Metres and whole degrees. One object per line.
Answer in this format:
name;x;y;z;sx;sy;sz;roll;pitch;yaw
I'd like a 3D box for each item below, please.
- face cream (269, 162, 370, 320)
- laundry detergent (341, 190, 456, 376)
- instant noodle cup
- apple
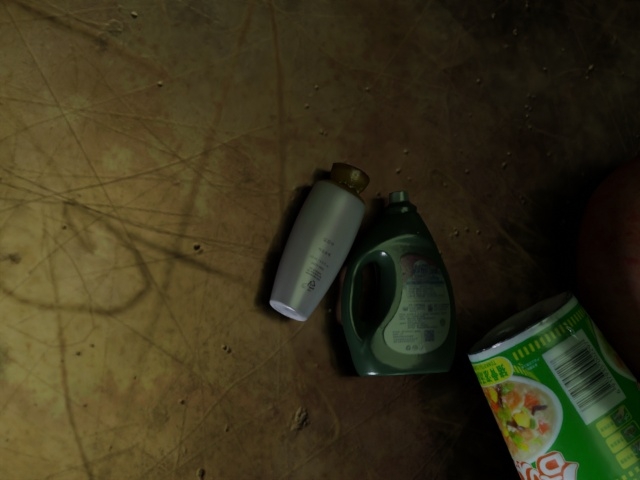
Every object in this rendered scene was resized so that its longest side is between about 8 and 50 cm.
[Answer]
face cream;0.000;0.000;1.610;0.072;0.051;0.182;31;73;-22
laundry detergent;0.086;0.049;1.642;0.137;0.063;0.211;-3;86;-20
instant noodle cup;0.284;0.194;1.659;0.207;0.207;0.233;-30;92;-25
apple;0.482;0.043;1.721;0.345;0.269;0.345;2;85;-26
